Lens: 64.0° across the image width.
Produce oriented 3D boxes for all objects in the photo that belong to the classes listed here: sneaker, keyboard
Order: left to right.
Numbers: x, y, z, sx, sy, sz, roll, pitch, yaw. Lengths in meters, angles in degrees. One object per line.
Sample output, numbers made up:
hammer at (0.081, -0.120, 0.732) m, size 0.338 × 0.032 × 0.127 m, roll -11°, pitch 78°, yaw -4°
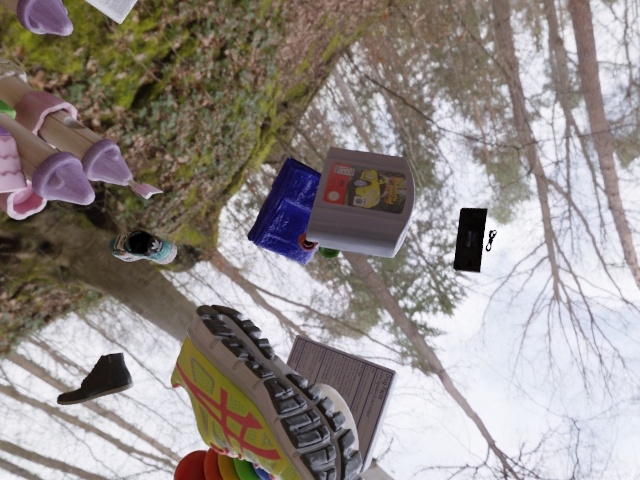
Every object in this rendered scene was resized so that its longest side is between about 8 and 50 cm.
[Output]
sneaker at (-0.681, 0.411, 1.533) m, size 0.222 × 0.118 × 0.083 m, roll -14°, pitch 178°, yaw -8°
sneaker at (-0.640, 0.009, 1.764) m, size 0.302 × 0.121 × 0.108 m, roll 3°, pitch -113°, yaw 30°
sneaker at (-0.052, 0.152, 0.426) m, size 0.208 × 0.081 × 0.094 m, roll 44°, pitch -75°, yaw 28°
keyboard at (0.425, -0.001, 1.396) m, size 0.108 × 0.023 × 0.180 m, roll 4°, pitch -96°, yaw 36°

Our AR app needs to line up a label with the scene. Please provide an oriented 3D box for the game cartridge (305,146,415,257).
game cartridge at (0.091, -0.089, 1.039) m, size 0.196 × 0.060 × 0.294 m, roll 12°, pitch -137°, yaw 1°

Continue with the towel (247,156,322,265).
towel at (-0.069, -0.078, 1.583) m, size 0.308 × 0.227 × 0.076 m, roll -59°, pitch -164°, yaw 25°

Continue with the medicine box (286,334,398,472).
medicine box at (0.033, 0.430, 1.380) m, size 0.289 × 0.149 × 0.263 m, roll 18°, pitch -101°, yaw 15°

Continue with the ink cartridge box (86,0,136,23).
ink cartridge box at (-0.358, -0.458, 0.779) m, size 0.086 × 0.203 × 0.148 m, roll 45°, pitch -80°, yaw 23°

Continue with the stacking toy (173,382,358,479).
stacking toy at (-0.108, 0.352, 0.843) m, size 0.330 × 0.141 × 0.141 m, roll -27°, pitch -142°, yaw 22°

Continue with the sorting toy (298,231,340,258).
sorting toy at (0.000, 0.000, 1.188) m, size 0.102 × 0.061 × 0.042 m, roll 17°, pitch -144°, yaw -4°

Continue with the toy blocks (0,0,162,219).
toy blocks at (-0.330, -0.122, 0.509) m, size 0.309 × 0.260 × 0.288 m, roll -57°, pitch 172°, yaw 19°
